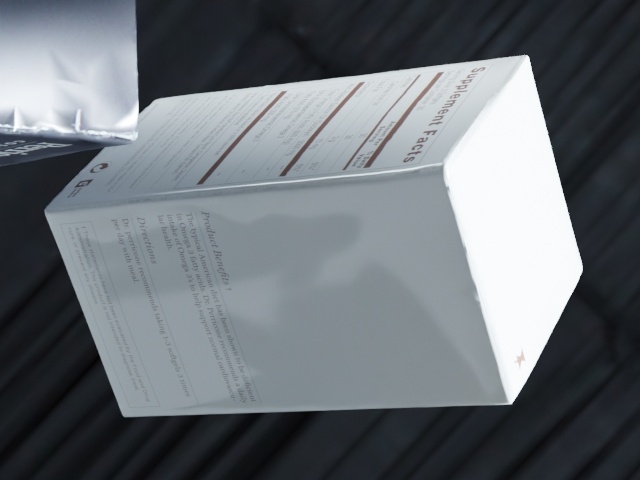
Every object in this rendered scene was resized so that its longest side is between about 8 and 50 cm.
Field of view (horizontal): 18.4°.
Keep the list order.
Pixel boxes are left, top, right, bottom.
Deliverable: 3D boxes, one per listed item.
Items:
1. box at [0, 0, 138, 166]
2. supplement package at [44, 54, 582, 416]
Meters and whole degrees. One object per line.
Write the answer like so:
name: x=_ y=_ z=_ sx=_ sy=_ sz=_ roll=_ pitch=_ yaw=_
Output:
box: x=-0.288 y=-0.110 z=0.693 sx=0.312 sy=0.179 sz=0.343 roll=2 pitch=-5 yaw=-42
supplement package: x=0.000 y=0.000 z=0.805 sx=0.105 sy=0.179 sz=0.105 roll=-52 pitch=132 yaw=-53
